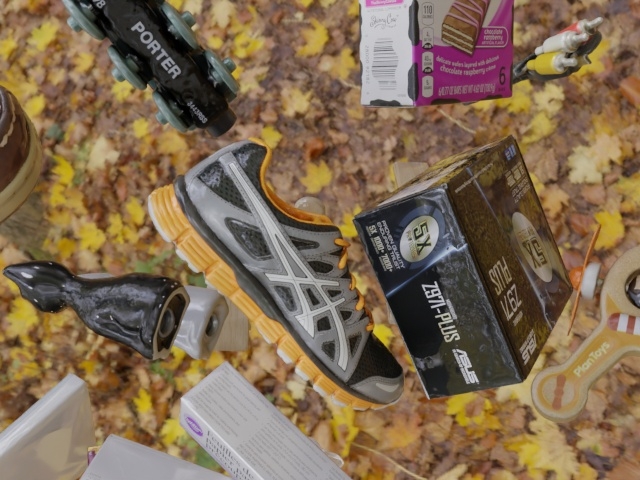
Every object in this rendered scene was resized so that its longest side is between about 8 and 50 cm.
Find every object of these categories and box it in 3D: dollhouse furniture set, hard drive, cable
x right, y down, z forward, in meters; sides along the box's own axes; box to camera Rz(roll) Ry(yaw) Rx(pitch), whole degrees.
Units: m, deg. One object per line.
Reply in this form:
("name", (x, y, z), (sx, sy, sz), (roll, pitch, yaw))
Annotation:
("dollhouse furniture set", (0.000, 0.000, 1.383), (0.362, 0.394, 0.256), (-89, 2, -66))
("hard drive", (-0.511, 0.407, 1.244), (0.047, 0.233, 0.353), (26, 44, 20))
("cable", (0.342, -0.301, 1.263), (0.139, 0.072, 0.287), (-51, 26, -23))

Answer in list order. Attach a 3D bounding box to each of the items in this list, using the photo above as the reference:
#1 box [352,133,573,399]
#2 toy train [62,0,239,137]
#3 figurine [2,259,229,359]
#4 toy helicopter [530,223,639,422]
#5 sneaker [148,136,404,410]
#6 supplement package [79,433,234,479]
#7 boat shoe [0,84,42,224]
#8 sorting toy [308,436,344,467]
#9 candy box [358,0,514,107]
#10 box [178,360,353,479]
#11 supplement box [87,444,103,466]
("box", (0.120, 0.013, 0.595), (0.077, 0.180, 0.147), (-19, 97, 33))
("toy train", (-0.245, -0.295, 1.112), (0.142, 0.334, 0.190), (-39, 31, 4))
("figurine", (-0.244, 0.074, 0.939), (0.209, 0.215, 0.092), (15, 85, 16))
("toy helicopter", (0.447, 0.130, 1.179), (0.355, 0.140, 0.235), (-41, 61, -10))
("sneaker", (-0.009, 0.027, 0.489), (0.083, 0.215, 0.084), (-43, 22, 1))
("supplement package", (-0.220, 0.420, 0.962), (0.175, 0.293, 0.177), (16, 42, 11))
("boat shoe", (-0.298, -0.037, 0.319), (0.123, 0.342, 0.123), (105, 149, -50))
("sorting toy", (-0.012, 0.362, 1.316), (0.045, 0.083, 0.075), (-45, 49, 7))
("candy box", (0.111, -0.245, 0.712), (0.071, 0.159, 0.233), (10, 108, 45))
("box", (-0.003, 0.250, 0.724), (0.324, 0.063, 0.067), (39, 55, 18))
("supplement box", (-0.358, 0.387, 1.285), (0.055, 0.043, 0.083), (-10, 64, -3))
